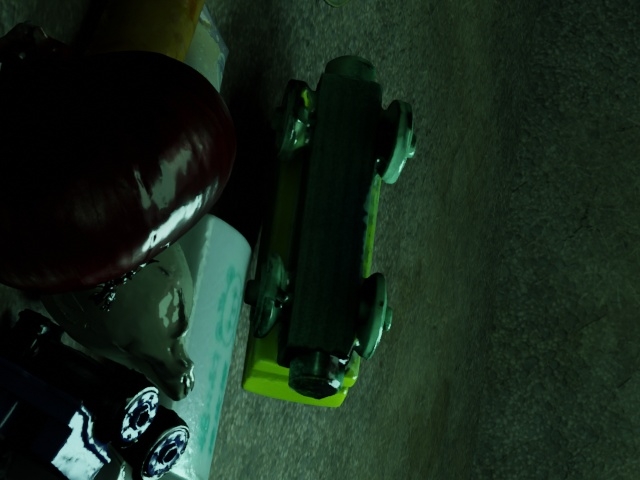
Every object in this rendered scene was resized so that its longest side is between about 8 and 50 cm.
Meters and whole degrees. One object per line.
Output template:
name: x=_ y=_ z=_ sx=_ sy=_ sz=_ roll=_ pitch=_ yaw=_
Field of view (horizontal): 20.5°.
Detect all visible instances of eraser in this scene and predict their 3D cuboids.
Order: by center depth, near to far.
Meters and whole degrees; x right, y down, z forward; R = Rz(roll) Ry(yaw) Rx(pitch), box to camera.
eraser: x=-0.155 y=0.127 z=1.957 sx=0.189 sy=0.104 sz=0.290 roll=49 pitch=49 yaw=-67

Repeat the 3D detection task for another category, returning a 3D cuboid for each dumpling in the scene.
dumpling: x=-0.200 y=0.051 z=1.737 sx=0.247 sy=0.142 sz=0.172 roll=65 pitch=-13 yaw=6

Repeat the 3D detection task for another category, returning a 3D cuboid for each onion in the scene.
onion: x=-0.211 y=-0.089 z=1.480 sx=0.285 sy=0.273 sz=0.273 roll=68 pitch=27 yaw=-17

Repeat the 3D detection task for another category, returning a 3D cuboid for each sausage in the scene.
sausage: x=-0.179 y=-0.205 z=1.765 sx=0.109 sy=0.109 sz=0.270 roll=72 pitch=29 yaw=-52

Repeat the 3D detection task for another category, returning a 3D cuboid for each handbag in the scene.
handbag: x=-0.155 y=-0.168 z=1.881 sx=0.117 sy=0.095 sz=0.173 roll=61 pitch=31 yaw=-52

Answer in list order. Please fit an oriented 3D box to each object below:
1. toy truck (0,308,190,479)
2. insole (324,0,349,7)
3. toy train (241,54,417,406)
toy truck: x=-0.243 y=0.188 z=1.664 sx=0.177 sy=0.161 sz=0.213 roll=-56 pitch=154 yaw=-16
insole: x=0.009 y=-0.384 z=2.429 sx=0.348 sy=0.009 sz=0.119 roll=-3 pitch=100 yaw=-72
toy train: x=0.000 y=0.000 z=2.182 sx=0.272 sy=0.179 sz=0.442 roll=116 pitch=-16 yaw=-65
